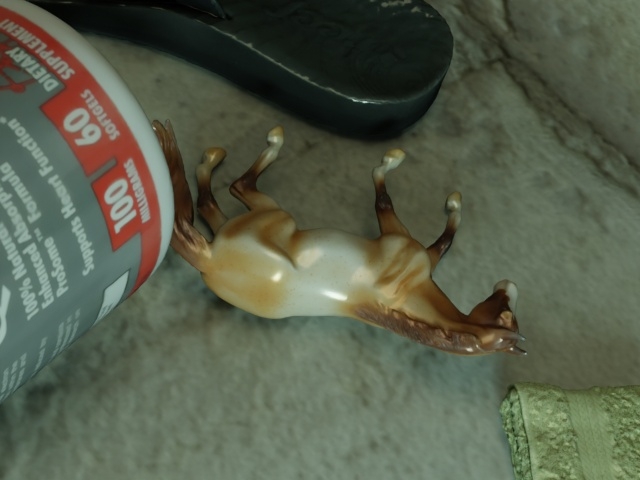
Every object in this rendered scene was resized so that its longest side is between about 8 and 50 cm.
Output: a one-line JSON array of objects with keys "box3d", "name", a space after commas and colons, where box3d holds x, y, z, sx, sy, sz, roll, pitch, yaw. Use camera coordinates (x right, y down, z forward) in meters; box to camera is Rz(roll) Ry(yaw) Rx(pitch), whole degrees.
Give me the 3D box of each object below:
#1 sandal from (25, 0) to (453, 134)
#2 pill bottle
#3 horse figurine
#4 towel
[{"box3d": [-0.112, -0.216, 1.380, 0.446, 0.107, 0.167, 19, 48, 3], "name": "sandal"}, {"box3d": [-0.267, 0.032, 1.063, 0.210, 0.210, 0.363, 35, 51, 16], "name": "pill bottle"}, {"box3d": [0.000, 0.000, 1.254, 0.263, 0.066, 0.174, 12, 43, -7], "name": "horse figurine"}, {"box3d": [0.173, 0.149, 1.194, 0.110, 0.027, 0.148, 2, 50, -13], "name": "towel"}]
